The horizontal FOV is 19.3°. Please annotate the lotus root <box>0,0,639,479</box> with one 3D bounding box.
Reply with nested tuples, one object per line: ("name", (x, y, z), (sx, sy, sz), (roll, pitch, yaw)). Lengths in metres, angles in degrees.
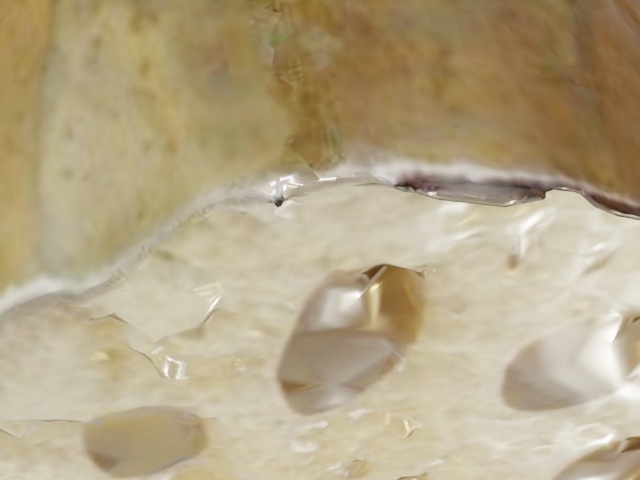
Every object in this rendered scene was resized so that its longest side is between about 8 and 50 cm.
("lotus root", (0.000, 0.000, 0.523), (0.272, 0.272, 0.192), (40, -152, -54))
